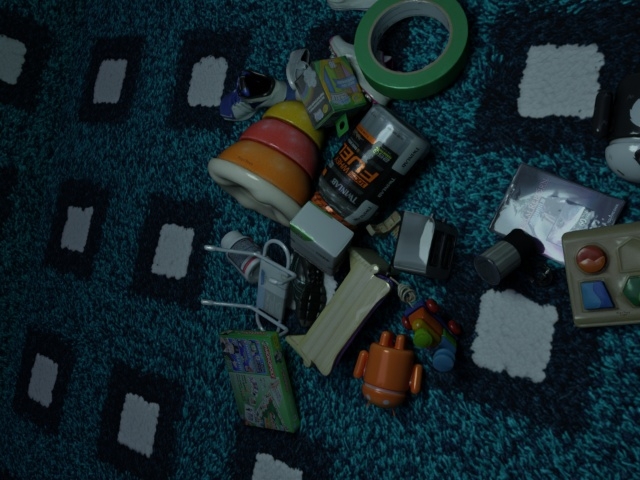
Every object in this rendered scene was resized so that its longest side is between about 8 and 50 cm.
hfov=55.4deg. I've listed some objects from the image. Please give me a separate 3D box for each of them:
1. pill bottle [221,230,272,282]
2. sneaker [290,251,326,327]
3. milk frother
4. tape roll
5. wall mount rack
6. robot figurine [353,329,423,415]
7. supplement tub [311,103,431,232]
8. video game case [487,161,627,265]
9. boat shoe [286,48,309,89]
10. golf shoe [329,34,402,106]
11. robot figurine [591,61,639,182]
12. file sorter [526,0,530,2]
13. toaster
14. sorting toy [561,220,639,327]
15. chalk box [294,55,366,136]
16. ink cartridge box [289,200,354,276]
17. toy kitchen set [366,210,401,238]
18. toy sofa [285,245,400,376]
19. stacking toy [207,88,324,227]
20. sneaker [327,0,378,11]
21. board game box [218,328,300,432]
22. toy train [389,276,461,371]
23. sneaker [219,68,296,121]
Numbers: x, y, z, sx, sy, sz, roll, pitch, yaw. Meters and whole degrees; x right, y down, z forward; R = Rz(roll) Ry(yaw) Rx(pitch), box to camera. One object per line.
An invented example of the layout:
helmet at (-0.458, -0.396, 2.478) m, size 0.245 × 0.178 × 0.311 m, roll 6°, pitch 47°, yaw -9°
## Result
pill bottle at (-0.251, 0.049, 2.031) m, size 0.180 × 0.108 × 0.108 m, roll 43°, pitch 107°, yaw 32°
sneaker at (-0.044, 0.135, 1.893) m, size 0.106 × 0.101 × 0.267 m, roll -7°, pitch 74°, yaw 53°
milk frother at (0.473, 0.068, 1.485) m, size 0.134 × 0.129 × 0.143 m, roll -33°, pitch 48°, yaw -19°
tape roll at (0.259, -0.560, 1.730) m, size 0.321 × 0.077 × 0.321 m, roll -5°, pitch 74°, yaw 16°
wall mount rack at (-0.222, 0.149, 1.907) m, size 0.304 × 0.130 × 0.350 m, roll 25°, pitch 119°, yaw 31°
robot figurine at (0.186, 0.358, 1.654) m, size 0.128 × 0.158 × 0.219 m, roll -172°, pitch 94°, yaw -71°
supplement tub at (0.136, -0.199, 1.735) m, size 0.338 × 0.207 × 0.207 m, roll -52°, pitch 57°, yaw 17°
video game case at (0.577, -0.058, 1.508) m, size 0.274 × 0.026 × 0.196 m, roll 30°, pitch 100°, yaw 34°
boat shoe at (-0.067, -0.568, 2.011) m, size 0.063 × 0.066 × 0.184 m, roll -15°, pitch 42°, yaw 24°
golf shoe at (0.143, -0.535, 1.860) m, size 0.140 × 0.115 × 0.306 m, roll -40°, pitch 68°, yaw 12°
robot figurine at (0.731, -0.264, 1.339) m, size 0.209 × 0.173 × 0.278 m, roll 11°, pitch 88°, yaw 44°
file sorter at (0.565, -0.781, 1.547) m, size 0.277 × 0.173 × 0.193 m, roll -41°, pitch 62°, yaw 24°
toaster at (0.274, 0.020, 1.622) m, size 0.110 × 0.168 × 0.186 m, roll 11°, pitch 88°, yaw 36°
sorting toy at (0.711, 0.069, 1.359) m, size 0.307 × 0.041 × 0.229 m, roll -10°, pitch 79°, yaw 30°
chalk box at (0.039, -0.417, 1.814) m, size 0.132 × 0.132 × 0.213 m, roll -30°, pitch 82°, yaw 59°
ink cartridge box at (0.000, 0.000, 1.738) m, size 0.160 × 0.219 × 0.092 m, roll 37°, pitch 75°, yaw 8°
toy kitchen set at (0.194, -0.035, 1.745) m, size 0.083 × 0.075 × 0.068 m, roll -46°, pitch 60°, yaw 26°
toy sofa at (0.081, 0.207, 1.741) m, size 0.177 × 0.150 × 0.362 m, roll 41°, pitch 106°, yaw 28°
stacking toy at (-0.095, -0.314, 1.913) m, size 0.350 × 0.350 × 0.480 m, roll 24°, pitch 78°, yaw 36°
sneaker at (0.118, -0.775, 1.916) m, size 0.258 × 0.091 × 0.094 m, roll 4°, pitch 85°, yaw 36°
board game box at (-0.189, 0.431, 1.883) m, size 0.213 × 0.046 × 0.317 m, roll -3°, pitch 105°, yaw 35°
toy train at (0.253, 0.214, 1.548) m, size 0.105 × 0.143 × 0.248 m, roll -39°, pitch 105°, yaw 24°
sneaker at (-0.244, -0.508, 2.076) m, size 0.315 × 0.182 × 0.127 m, roll -4°, pitch 79°, yaw 35°
